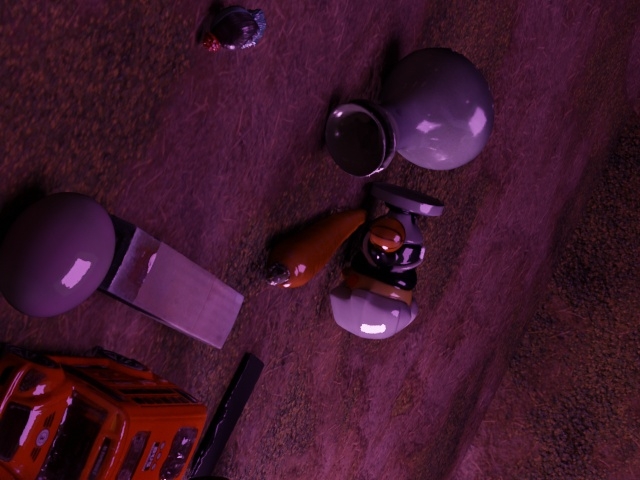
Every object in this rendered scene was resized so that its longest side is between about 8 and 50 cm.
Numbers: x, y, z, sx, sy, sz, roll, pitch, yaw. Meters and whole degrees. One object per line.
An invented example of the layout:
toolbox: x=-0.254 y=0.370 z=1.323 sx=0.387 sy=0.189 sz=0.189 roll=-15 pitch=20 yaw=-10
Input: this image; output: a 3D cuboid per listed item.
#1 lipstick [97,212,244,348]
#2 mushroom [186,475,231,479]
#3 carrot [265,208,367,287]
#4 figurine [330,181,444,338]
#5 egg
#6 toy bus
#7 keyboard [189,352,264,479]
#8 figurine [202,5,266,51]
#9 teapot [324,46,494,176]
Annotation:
lipstick: x=-0.185 y=0.049 z=1.807 sx=0.080 sy=0.076 sz=0.371 roll=-66 pitch=161 yaw=-7
mushroom: x=-0.215 y=0.394 z=2.086 sx=0.217 sy=0.148 sz=0.227 roll=41 pitch=63 yaw=-51
carrot: x=0.000 y=0.000 z=2.269 sx=0.336 sy=0.069 sz=0.069 roll=-38 pitch=146 yaw=-60
figurine: x=0.100 y=0.039 z=2.463 sx=0.176 sy=0.133 sz=0.236 roll=-18 pitch=126 yaw=-70
egg: x=-0.256 y=0.014 z=1.537 sx=0.135 sy=0.103 sz=0.103 roll=-57 pitch=158 yaw=-28
toy bus: x=-0.249 y=0.204 z=1.698 sx=0.143 sy=0.153 sz=0.329 roll=-66 pitch=161 yaw=2
keyboard: x=-0.134 y=0.255 z=2.268 sx=0.196 sy=0.015 sz=0.074 roll=-64 pitch=164 yaw=-8
figurine: x=-0.093 y=-0.237 z=1.785 sx=0.060 sy=0.047 sz=0.106 roll=-35 pitch=178 yaw=18
teapot: x=0.123 y=-0.170 z=2.258 sx=0.251 sy=0.183 sz=0.183 roll=-25 pitch=136 yaw=-46
